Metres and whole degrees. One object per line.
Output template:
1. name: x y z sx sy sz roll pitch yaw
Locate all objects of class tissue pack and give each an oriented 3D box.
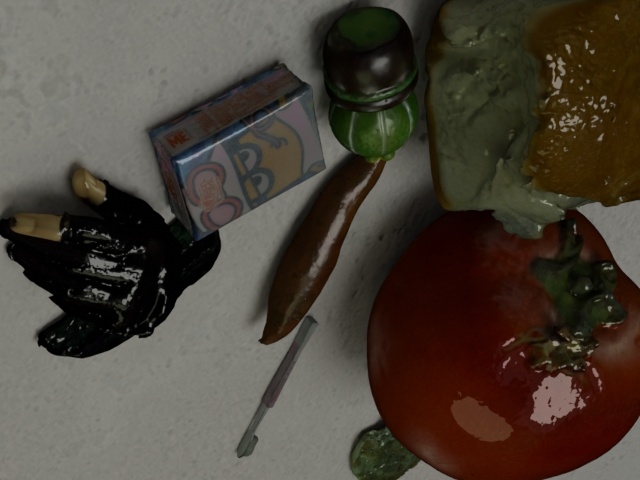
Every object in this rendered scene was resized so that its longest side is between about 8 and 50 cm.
1. tissue pack: -0.078 -0.087 1.816 0.155 0.065 0.115 -28 137 -16

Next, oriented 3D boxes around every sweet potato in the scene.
1. sweet potato: 0.000 0.001 1.970 0.057 0.057 0.264 9 117 -44

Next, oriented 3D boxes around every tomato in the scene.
1. tomato: 0.202 0.117 2.072 0.321 0.321 0.321 -23 137 -23

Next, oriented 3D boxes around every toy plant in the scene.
1. toy plant: 0.051 -0.145 1.850 0.093 0.093 0.162 -27 138 -19

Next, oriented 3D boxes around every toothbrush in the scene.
1. toothbrush: -0.049 0.166 2.109 0.017 0.014 0.194 3 123 -41

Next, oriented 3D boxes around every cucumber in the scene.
1. cucumber: -0.177 0.054 1.880 0.220 0.046 0.070 -39 148 -3

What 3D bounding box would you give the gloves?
1. gloves: -0.213 0.014 1.761 0.180 0.106 0.129 17 115 -51

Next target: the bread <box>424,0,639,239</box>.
1. bread: 0.238 -0.142 1.898 0.250 0.225 0.279 -20 122 -29

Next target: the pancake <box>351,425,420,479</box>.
1. pancake: 0.093 0.250 2.299 0.129 0.022 0.116 -15 136 -30
